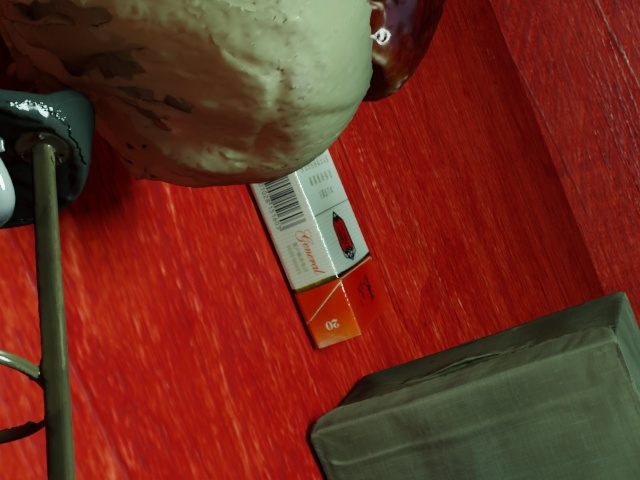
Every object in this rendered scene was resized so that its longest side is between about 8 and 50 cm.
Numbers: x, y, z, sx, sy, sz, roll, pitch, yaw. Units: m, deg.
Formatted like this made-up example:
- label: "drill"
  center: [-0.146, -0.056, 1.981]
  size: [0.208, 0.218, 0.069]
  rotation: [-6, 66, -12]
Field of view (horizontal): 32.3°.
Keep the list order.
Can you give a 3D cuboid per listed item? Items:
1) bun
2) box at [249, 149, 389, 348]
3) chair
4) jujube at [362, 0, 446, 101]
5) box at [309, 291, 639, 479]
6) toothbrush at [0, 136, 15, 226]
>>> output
- label: "bun"
  center: [-0.097, -0.139, 0.536]
  size: [0.287, 0.146, 0.287]
  rotation: [48, -22, 27]
- label: "box"
  center: [0.000, 0.000, 0.885]
  size: [0.152, 0.048, 0.100]
  rotation: [66, 22, -2]
- label: "chair"
  center: [-0.145, 0.024, 0.434]
  size: [0.095, 0.104, 0.221]
  rotation: [29, 43, -34]
- label: "jujube"
  center: [0.044, -0.263, 1.110]
  size: [0.190, 0.190, 0.255]
  rotation: [43, 49, -50]
- label: "box"
  center: [0.136, 0.151, 0.814]
  size: [0.155, 0.231, 0.149]
  rotation: [67, 20, -2]
- label: "toothbrush"
  center: [-0.224, -0.183, 0.412]
  size: [0.418, 0.042, 0.040]
  rotation: [58, 26, 2]
